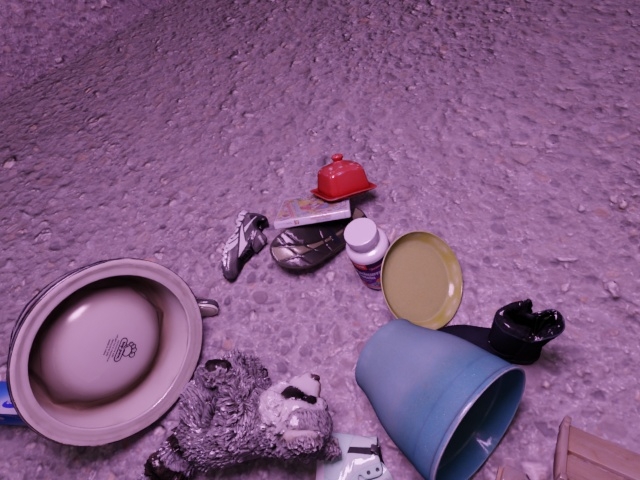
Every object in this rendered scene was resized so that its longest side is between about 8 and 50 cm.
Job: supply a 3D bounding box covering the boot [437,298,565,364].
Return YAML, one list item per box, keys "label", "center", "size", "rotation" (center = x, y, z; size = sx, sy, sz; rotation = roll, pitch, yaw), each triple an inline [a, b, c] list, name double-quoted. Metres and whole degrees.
- label: "boot"
  center: [0.363, 0.195, 0.916]
  size: [0.246, 0.207, 0.094]
  rotation: [2, 57, 14]

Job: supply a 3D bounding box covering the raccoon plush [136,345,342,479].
- label: "raccoon plush"
  center: [-0.154, 0.447, 0.881]
  size: [0.299, 0.216, 0.447]
  rotation: [32, 97, 34]

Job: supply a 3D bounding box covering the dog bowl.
- label: "dog bowl"
  center: [-0.484, 0.234, 0.977]
  size: [0.150, 0.408, 0.408]
  rotation: [6, 56, 43]

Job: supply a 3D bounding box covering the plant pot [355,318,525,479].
- label: "plant pot"
  center: [0.214, 0.297, 0.860]
  size: [0.271, 0.272, 0.255]
  rotation: [-43, 45, -16]

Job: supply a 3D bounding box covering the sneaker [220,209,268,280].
- label: "sneaker"
  center: [-0.211, 0.010, 1.241]
  size: [0.106, 0.078, 0.235]
  rotation: [3, 56, 17]

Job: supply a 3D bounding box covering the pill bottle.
- label: "pill bottle"
  center: [0.126, 0.032, 1.074]
  size: [0.107, 0.194, 0.108]
  rotation: [-13, 51, 17]

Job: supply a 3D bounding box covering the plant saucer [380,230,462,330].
- label: "plant saucer"
  center: [0.240, 0.097, 1.041]
  size: [0.240, 0.037, 0.241]
  rotation: [4, 79, -23]

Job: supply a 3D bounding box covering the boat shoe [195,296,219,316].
- label: "boat shoe"
  center: [-0.382, 0.161, 1.174]
  size: [0.232, 0.084, 0.079]
  rotation: [2, 58, 17]

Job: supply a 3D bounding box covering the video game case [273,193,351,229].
- label: "video game case"
  center: [-0.018, -0.097, 1.230]
  size: [0.206, 0.026, 0.227]
  rotation: [-9, 22, 6]

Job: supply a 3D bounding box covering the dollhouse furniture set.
- label: "dollhouse furniture set"
  center: [0.468, 0.473, 0.804]
  size: [0.302, 0.174, 0.355]
  rotation: [20, 39, 23]

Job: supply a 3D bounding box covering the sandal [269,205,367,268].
- label: "sandal"
  center: [0.002, 0.001, 1.202]
  size: [0.302, 0.086, 0.120]
  rotation: [-23, 78, -24]

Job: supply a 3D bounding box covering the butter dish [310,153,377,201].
- label: "butter dish"
  center: [0.056, -0.188, 1.224]
  size: [0.159, 0.119, 0.160]
  rotation: [-17, 21, -17]

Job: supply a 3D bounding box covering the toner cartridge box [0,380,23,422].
- label: "toner cartridge box"
  center: [-0.775, 0.401, 1.051]
  size: [0.346, 0.165, 0.075]
  rotation: [-3, 57, 11]

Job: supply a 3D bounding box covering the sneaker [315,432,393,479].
- label: "sneaker"
  center: [0.068, 0.508, 0.835]
  size: [0.150, 0.094, 0.256]
  rotation: [-9, 53, 14]
